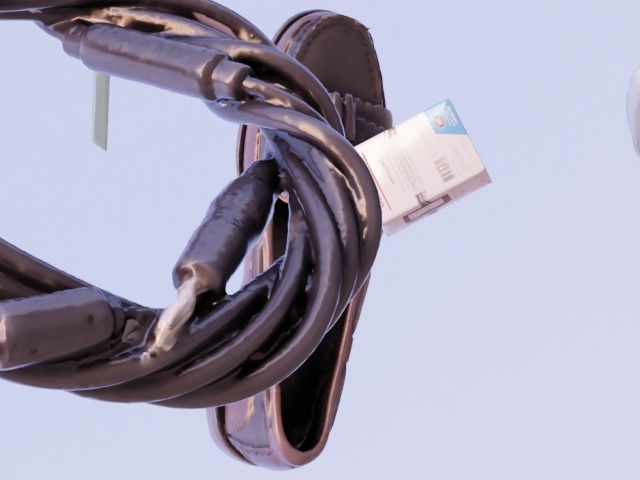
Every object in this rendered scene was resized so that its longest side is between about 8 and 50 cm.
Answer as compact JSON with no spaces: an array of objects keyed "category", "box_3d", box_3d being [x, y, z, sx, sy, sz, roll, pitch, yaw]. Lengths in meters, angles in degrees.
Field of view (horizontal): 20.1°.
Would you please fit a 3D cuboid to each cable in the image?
[{"category":"cable","box_3d":[-0.067,-0.034,0.485,0.150,0.184,0.047,-7,-44,-21]}]

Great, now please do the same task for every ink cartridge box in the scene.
[{"category":"ink cartridge box","box_3d":[0.046,-0.036,1.000,0.083,0.048,0.028,-27,-20,5]}]

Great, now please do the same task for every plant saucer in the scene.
[{"category":"plant saucer","box_3d":[-0.211,-0.186,1.747,0.018,0.067,0.192,1,-64,-7]}]

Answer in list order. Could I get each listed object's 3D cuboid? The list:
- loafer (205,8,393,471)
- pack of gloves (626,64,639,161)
[{"category":"loafer","box_3d":[0.000,0.000,1.152,0.109,0.095,0.303,10,-92,-22]},{"category":"pack of gloves","box_3d":[0.206,-0.039,0.687,0.195,0.046,0.232,-16,-41,-2]}]
